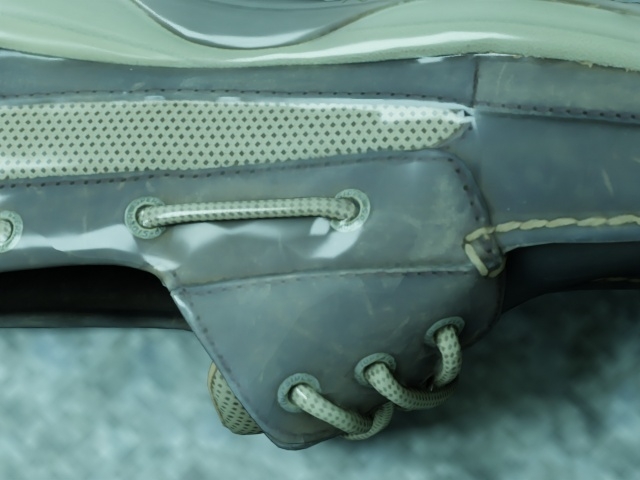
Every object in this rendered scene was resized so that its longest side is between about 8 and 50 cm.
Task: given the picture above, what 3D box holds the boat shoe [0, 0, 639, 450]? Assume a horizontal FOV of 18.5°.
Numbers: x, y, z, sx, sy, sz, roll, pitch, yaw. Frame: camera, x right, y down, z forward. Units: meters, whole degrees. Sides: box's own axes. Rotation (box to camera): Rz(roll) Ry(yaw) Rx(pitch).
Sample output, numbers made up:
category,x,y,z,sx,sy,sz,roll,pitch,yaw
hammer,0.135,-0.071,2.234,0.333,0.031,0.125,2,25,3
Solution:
category,x,y,z,sx,sy,sz,roll,pitch,yaw
boat shoe,0.000,0.000,0.580,0.355,0.132,0.130,7,78,13
